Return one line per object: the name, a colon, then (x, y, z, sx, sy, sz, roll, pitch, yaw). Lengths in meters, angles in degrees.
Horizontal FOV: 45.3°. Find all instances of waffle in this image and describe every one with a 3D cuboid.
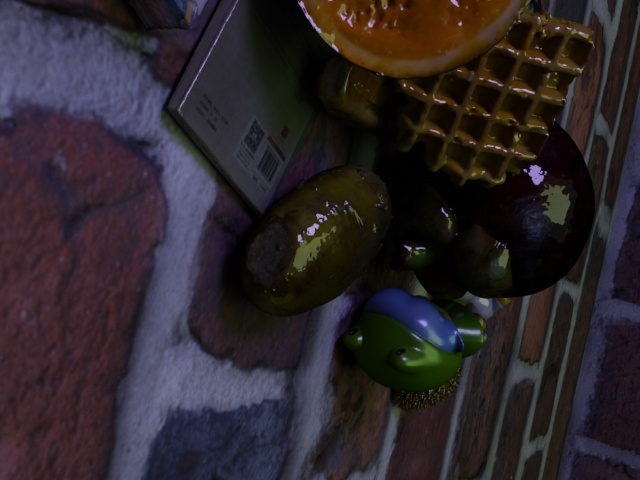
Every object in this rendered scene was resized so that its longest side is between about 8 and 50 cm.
waffle: (0.175, -0.174, 0.906, 0.057, 0.219, 0.229, -99, -153, -58)

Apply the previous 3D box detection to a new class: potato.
potato: (0.000, 0.000, 0.884, 0.251, 0.113, 0.149, -44, 145, -48)

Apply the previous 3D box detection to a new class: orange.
orange: (0.089, -0.323, 0.735, 0.274, 0.274, 0.310, 12, 67, -60)

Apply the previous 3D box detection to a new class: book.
book: (-0.048, -0.192, 0.825, 0.283, 0.025, 0.215, -66, 150, -20)

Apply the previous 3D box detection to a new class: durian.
durian: (0.191, 0.189, 1.298, 0.146, 0.102, 0.208, -26, 118, -47)

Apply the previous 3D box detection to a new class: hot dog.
hot dog: (0.063, -0.176, 0.964, 0.083, 0.068, 0.289, -66, 161, 6)

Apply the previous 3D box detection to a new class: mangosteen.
mangosteen: (0.236, -0.057, 1.116, 0.300, 0.300, 0.300, -28, 124, -53)

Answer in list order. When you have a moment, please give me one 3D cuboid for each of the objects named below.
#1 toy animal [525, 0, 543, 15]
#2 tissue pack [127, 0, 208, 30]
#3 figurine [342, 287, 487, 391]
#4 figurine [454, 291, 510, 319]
toy animal: (0.209, -0.346, 1.019, 0.344, 0.194, 0.303, -75, 156, -54)
tissue pack: (-0.133, -0.263, 0.615, 0.116, 0.065, 0.155, -65, 148, -23)
figurine: (0.153, 0.143, 1.140, 0.263, 0.162, 0.143, -3, 113, -50)
figurine: (0.273, 0.086, 1.417, 0.129, 0.109, 0.178, -44, 137, -13)
